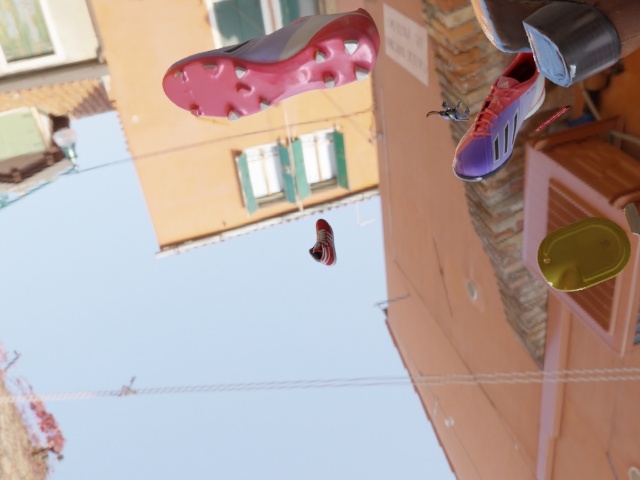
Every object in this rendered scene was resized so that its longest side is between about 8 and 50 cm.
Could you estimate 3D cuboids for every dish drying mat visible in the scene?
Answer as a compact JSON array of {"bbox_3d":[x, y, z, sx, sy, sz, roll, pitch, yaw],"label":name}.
[{"bbox_3d":[0.516,-0.271,1.480,0.008,0.083,0.032,54,-138,6],"label":"dish drying mat"}]

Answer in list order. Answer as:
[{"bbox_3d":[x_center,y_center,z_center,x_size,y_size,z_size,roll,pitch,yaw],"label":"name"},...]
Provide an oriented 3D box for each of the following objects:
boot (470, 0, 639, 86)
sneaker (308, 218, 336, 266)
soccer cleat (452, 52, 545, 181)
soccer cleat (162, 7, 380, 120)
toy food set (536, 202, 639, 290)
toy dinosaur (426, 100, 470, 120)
[{"bbox_3d":[0.302,-0.294,0.669,0.280,0.096,0.264,-31,-145,3],"label":"boot"},{"bbox_3d":[0.000,0.000,1.525,0.042,0.067,0.118,-24,-111,28],"label":"sneaker"},{"bbox_3d":[0.340,-0.242,1.273,0.109,0.116,0.318,21,-123,31],"label":"soccer cleat"},{"bbox_3d":[-0.055,-0.198,0.742,0.248,0.083,0.095,-9,-138,16],"label":"soccer cleat"},{"bbox_3d":[0.534,0.025,1.318,0.218,0.071,0.128,-21,-108,4],"label":"toy food set"},{"bbox_3d":[0.308,-0.300,1.552,0.090,0.047,0.082,4,175,42],"label":"toy dinosaur"}]
